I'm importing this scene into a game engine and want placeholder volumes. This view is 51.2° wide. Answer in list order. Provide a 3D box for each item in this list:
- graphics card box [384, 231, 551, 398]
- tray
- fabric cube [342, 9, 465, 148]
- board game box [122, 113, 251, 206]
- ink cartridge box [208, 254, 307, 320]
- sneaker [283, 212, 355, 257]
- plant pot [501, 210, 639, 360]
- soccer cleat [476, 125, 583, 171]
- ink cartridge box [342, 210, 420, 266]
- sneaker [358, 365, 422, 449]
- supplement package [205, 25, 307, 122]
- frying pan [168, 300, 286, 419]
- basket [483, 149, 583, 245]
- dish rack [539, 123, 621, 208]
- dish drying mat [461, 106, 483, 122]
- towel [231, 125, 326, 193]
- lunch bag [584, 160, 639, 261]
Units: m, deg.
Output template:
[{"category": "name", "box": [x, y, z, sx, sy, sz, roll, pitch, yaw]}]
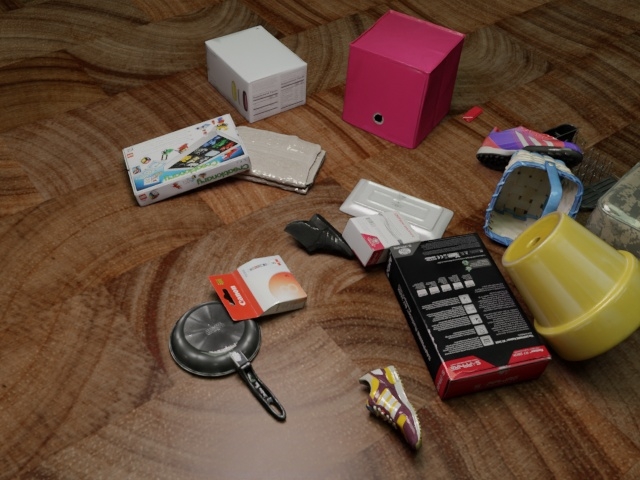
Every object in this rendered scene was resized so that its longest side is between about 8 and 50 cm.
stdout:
[{"category": "graphics card box", "box": [0.308, 0.152, 1.467, 0.232, 0.094, 0.371, -10, 49, -13]}, {"category": "tray", "box": [0.199, -0.084, 1.730, 0.270, 0.030, 0.145, 22, 48, 16]}, {"category": "fabric cube", "box": [0.238, -0.470, 1.946, 0.254, 0.258, 0.259, 27, 50, 19]}, {"category": "board game box", "box": [-0.355, -0.217, 1.766, 0.305, 0.053, 0.193, -20, 50, -8]}, {"category": "ink cartridge box", "box": [-0.140, 0.101, 1.487, 0.179, 0.045, 0.145, -5, 43, -36]}, {"category": "sneaker", "box": [0.000, 0.001, 1.616, 0.170, 0.089, 0.051, 43, 16, -7]}, {"category": "plant pot", "box": [0.515, 0.079, 1.385, 0.239, 0.254, 0.254, 45, 52, -5]}, {"category": "soccer cleat", "box": [0.554, -0.253, 1.763, 0.318, 0.108, 0.116, 10, 71, 56]}, {"category": "ink cartridge box", "box": [0.147, -0.007, 1.604, 0.150, 0.063, 0.109, -11, 51, -34]}, {"category": "sneaker", "box": [0.136, 0.334, 1.306, 0.083, 0.070, 0.185, -16, 43, -7]}, {"category": "supplement package", "box": [-0.198, -0.510, 2.030, 0.204, 0.145, 0.262, -25, 52, -26]}, {"category": "frying pan", "box": [-0.205, 0.243, 1.379, 0.197, 0.053, 0.326, -11, 45, -14]}, {"category": "basket", "box": [0.507, -0.076, 1.591, 0.201, 0.255, 0.289, 19, 37, 6]}, {"category": "dish rack", "box": [0.705, -0.202, 1.850, 0.208, 0.074, 0.271, -23, 52, -23]}, {"category": "dish drying mat", "box": [0.468, -0.390, 2.057, 0.032, 0.008, 0.083, 32, 52, 25]}, {"category": "towel", "box": [-0.137, -0.225, 1.828, 0.282, 0.049, 0.187, 13, 46, 9]}, {"category": "lunch bag", "box": [0.751, -0.015, 1.549, 0.212, 0.256, 0.305, 37, 55, 26]}]
